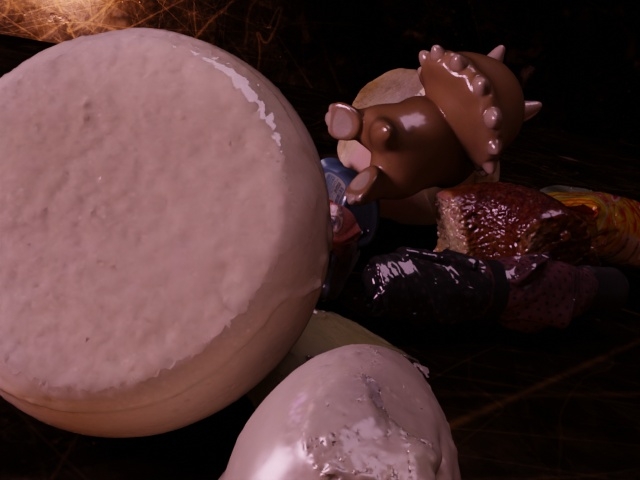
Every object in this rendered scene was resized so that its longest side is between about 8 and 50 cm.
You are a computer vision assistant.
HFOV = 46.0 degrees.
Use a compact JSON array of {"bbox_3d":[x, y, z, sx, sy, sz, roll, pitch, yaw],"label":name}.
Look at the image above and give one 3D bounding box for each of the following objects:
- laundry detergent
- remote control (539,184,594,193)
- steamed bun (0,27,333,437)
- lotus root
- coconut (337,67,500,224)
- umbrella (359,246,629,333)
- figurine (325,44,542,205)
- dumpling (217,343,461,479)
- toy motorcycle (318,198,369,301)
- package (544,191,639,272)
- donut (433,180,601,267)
[{"bbox_3d":[0.025,-0.064,1.072,0.061,0.097,0.206,-4,22,-14],"label":"laundry detergent"},{"bbox_3d":[0.504,-0.030,1.310,0.127,0.066,0.335,3,19,-16],"label":"remote control"},{"bbox_3d":[-0.127,-0.001,0.548,0.282,0.283,0.177,15,-15,11],"label":"steamed bun"},{"bbox_3d":[-0.005,0.092,0.615,0.143,0.070,0.144,-2,22,-37],"label":"lotus root"},{"bbox_3d":[0.158,-0.134,1.193,0.259,0.259,0.259,10,18,-3],"label":"coconut"},{"bbox_3d":[0.196,0.055,0.816,0.325,0.094,0.090,4,1,-21],"label":"umbrella"},{"bbox_3d":[0.154,-0.155,0.954,0.247,0.173,0.177,-3,66,-26],"label":"figurine"},{"bbox_3d":[-0.009,0.138,0.398,0.172,0.142,0.247,-20,3,4],"label":"dumpling"},{"bbox_3d":[0.000,0.000,0.826,0.084,0.118,0.212,19,17,-5],"label":"toy motorcycle"},{"bbox_3d":[0.377,-0.011,1.056,0.288,0.109,0.223,9,-4,-27],"label":"package"},{"bbox_3d":[0.230,-0.011,0.942,0.144,0.126,0.187,-28,37,-8],"label":"donut"}]
